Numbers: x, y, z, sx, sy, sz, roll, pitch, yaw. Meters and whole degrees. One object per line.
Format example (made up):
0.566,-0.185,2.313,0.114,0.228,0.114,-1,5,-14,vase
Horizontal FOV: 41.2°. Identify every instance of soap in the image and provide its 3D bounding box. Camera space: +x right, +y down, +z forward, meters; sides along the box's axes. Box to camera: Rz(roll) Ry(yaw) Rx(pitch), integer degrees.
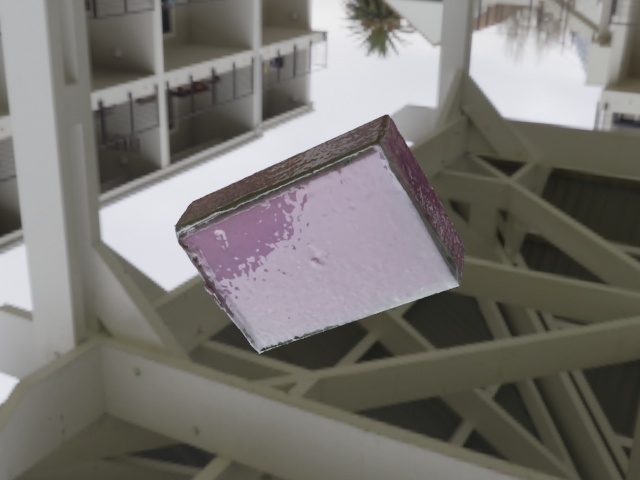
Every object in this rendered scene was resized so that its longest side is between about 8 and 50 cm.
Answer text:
0.000,-0.001,0.888,0.259,0.181,0.081,-23,-155,26,soap
